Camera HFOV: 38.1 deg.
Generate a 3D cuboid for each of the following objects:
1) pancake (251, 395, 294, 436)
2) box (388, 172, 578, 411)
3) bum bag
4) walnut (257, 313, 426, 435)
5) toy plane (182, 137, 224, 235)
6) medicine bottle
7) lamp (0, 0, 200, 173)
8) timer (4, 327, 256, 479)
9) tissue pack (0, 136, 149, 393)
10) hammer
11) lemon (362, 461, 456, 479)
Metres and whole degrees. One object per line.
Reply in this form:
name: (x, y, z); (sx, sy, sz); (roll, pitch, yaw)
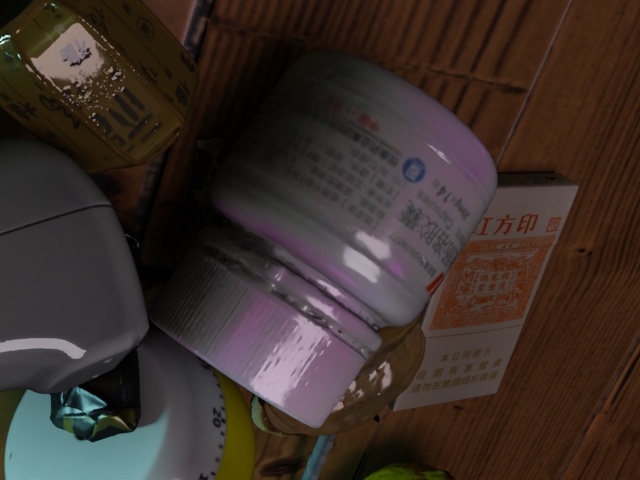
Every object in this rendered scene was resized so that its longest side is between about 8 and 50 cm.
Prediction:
pancake: (-0.022, 0.209, 1.266); (0.158, 0.028, 0.158); (-18, 131, -21)
box: (0.220, 0.075, 1.318); (0.205, 0.051, 0.365); (-3, 121, -31)
bum bag: (-0.230, 0.089, 0.943); (0.107, 0.232, 0.060); (-11, 156, 16)
walnut: (0.022, 0.127, 1.133); (0.245, 0.198, 0.198); (-30, 132, -22)
toy plane: (-0.122, -0.059, 1.018); (0.049, 0.031, 0.120); (1, 122, -24)
medicine bottle: (0.000, 0.000, 0.945); (0.256, 0.256, 0.324); (41, 79, -43)
lamp: (-0.206, -0.156, 0.813); (0.161, 0.161, 0.185); (-44, 131, 0)
timer: (-0.181, 0.248, 1.039); (0.285, 0.285, 0.285); (-17, 128, -23)
tissue pack: (-0.331, 0.047, 0.772); (0.333, 0.235, 0.229); (-23, 175, -24)
hammer: (-0.038, 0.381, 1.349); (0.152, 0.044, 0.426); (-3, 127, -39)
lemon: (0.128, 0.474, 1.398); (0.261, 0.261, 0.283); (23, 82, -41)
